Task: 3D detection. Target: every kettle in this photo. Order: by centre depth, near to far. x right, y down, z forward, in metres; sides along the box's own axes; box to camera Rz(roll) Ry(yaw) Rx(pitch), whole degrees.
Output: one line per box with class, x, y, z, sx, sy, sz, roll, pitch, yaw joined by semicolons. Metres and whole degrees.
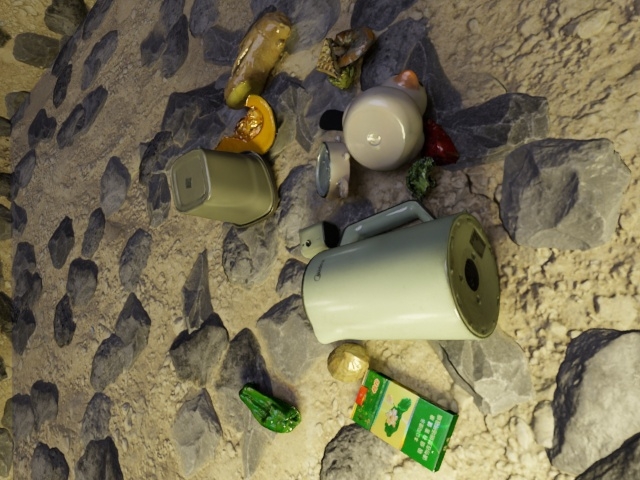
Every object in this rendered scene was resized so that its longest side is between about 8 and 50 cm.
kettle;0.174;0.055;1.096;0.377;0.250;0.361;-14;49;38

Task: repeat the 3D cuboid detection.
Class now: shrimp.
shrimp;0.074;-0.564;1.418;0.132;0.051;0.187;-53;39;-11

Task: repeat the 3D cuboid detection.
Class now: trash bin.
trash bin;-0.295;-0.160;1.469;0.220;0.250;0.219;-22;76;34

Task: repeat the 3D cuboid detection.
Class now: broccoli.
broccoli;0.245;-0.146;1.167;0.097;0.095;0.092;-41;43;14

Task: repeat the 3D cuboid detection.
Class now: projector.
projector;0.000;0.000;1.323;0.082;0.083;0.083;-21;65;33

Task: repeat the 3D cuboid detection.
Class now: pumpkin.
pumpkin;-0.208;-0.322;1.581;0.163;0.111;0.278;52;120;16

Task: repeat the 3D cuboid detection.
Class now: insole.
insole;0.092;-0.335;1.392;0.253;0.005;0.086;21;91;39

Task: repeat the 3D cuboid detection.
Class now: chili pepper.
chili pepper;-0.140;0.450;1.320;0.257;0.074;0.100;13;87;41

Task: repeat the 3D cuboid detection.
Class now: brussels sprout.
brussels sprout;0.069;-0.475;1.416;0.085;0.058;0.085;-29;45;33

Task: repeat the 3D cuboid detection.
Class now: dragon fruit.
dragon fruit;0.275;-0.246;1.184;0.097;0.063;0.131;-11;71;36

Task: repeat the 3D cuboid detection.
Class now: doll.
doll;0.173;-0.303;1.220;0.221;0.221;0.251;55;145;34

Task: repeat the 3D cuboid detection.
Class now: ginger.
ginger;-0.218;-0.598;1.632;0.190;0.126;0.354;32;97;34

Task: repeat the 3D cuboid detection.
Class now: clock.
clock;0.028;-0.191;1.313;0.229;0.063;0.155;-109;21;-46

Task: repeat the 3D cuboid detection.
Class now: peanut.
peanut;0.065;0.289;1.151;0.083;0.194;0.093;-27;80;-17

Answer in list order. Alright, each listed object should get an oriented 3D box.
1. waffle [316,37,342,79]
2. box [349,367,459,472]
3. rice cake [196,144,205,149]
waffle;0.035;-0.516;1.392;0.152;0.023;0.097;49;125;53
box;0.181;0.397;1.104;0.235;0.034;0.132;20;91;41
rice cake;-0.425;-0.239;1.756;0.124;0.038;0.211;-51;53;17
